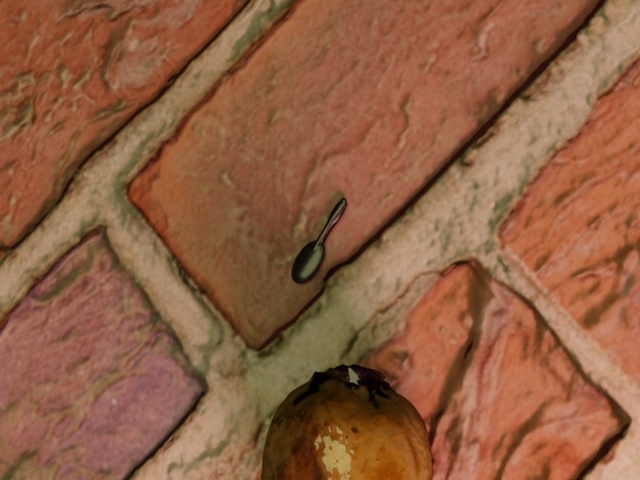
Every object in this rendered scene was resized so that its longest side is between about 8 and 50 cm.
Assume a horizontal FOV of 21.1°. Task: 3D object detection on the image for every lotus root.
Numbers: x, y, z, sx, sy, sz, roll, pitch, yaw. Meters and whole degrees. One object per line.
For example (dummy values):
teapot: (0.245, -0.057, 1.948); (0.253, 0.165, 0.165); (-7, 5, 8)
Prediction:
lotus root: (0.023, 0.204, 1.336); (0.138, 0.138, 0.214); (-7, 85, 25)

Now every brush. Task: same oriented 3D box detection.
brush: (0.000, 0.000, 1.460); (0.024, 0.008, 0.083); (31, 91, 31)
